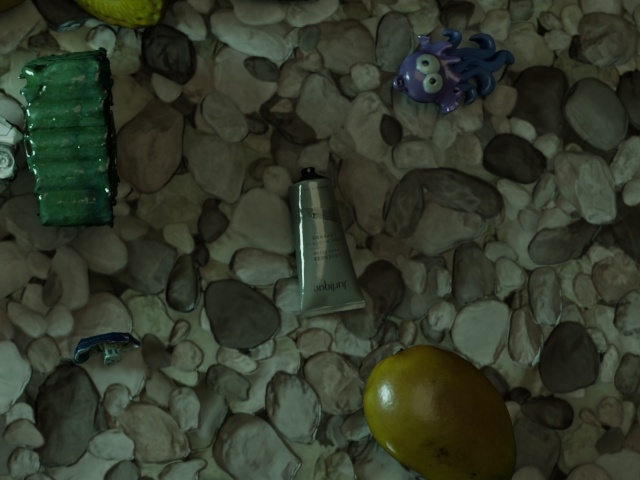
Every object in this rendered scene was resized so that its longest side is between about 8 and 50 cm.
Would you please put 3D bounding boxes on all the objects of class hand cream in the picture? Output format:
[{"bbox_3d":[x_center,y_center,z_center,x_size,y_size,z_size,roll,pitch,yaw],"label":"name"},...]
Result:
[{"bbox_3d":[0.000,0.000,2.005,0.087,0.054,0.186,-10,84,-16],"label":"hand cream"}]

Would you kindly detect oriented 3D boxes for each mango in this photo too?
[{"bbox_3d":[0.153,0.219,1.953,0.221,0.120,0.152,34,72,-14],"label":"mango"}]

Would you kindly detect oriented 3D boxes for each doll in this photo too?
[{"bbox_3d":[0.177,-0.228,2.119,0.206,0.067,0.110,-20,90,-33],"label":"doll"}]

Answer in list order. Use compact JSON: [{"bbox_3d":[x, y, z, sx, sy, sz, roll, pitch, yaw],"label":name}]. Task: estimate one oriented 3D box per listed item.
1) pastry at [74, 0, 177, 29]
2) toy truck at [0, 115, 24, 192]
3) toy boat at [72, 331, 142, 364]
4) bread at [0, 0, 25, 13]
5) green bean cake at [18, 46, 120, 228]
[{"bbox_3d":[-0.248,-0.382,1.932,0.240,0.235,0.132,43,62,-13],"label":"pastry"},{"bbox_3d":[-0.455,-0.037,1.834,0.135,0.114,0.270,34,70,-12],"label":"toy truck"},{"bbox_3d":[-0.252,0.130,1.889,0.083,0.038,0.038,-12,79,-21],"label":"toy boat"},{"bbox_3d":[-0.450,-0.286,1.923,0.239,0.074,0.092,-32,70,-25],"label":"bread"},{"bbox_3d":[-0.293,-0.120,1.897,0.107,0.193,0.208,-6,100,-6],"label":"green bean cake"}]
